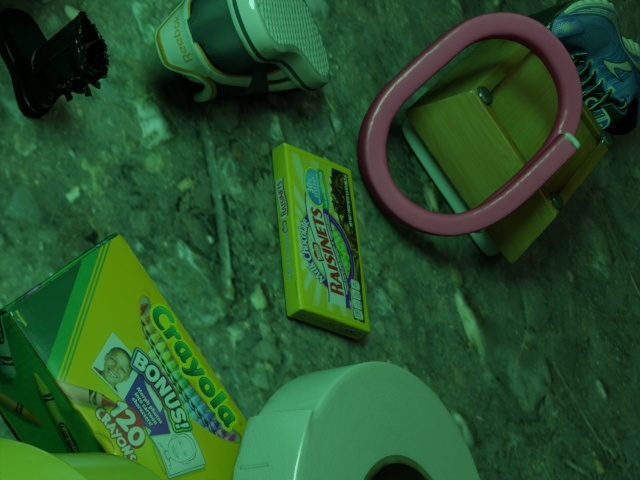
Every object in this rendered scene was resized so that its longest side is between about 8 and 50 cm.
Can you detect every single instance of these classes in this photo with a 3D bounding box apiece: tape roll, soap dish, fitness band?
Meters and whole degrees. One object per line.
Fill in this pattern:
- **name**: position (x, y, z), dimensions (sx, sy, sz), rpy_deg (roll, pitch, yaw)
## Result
- **tape roll**: position (0.051, 0.302, 1.453), dimensions (0.392, 0.072, 0.392), rpy_deg (29, 54, -52)
- **soap dish**: position (0.244, -0.130, 2.015), dimensions (0.229, 0.118, 0.291), rpy_deg (55, 36, -6)
- **fitness band**: position (0.177, -0.133, 1.850), dimensions (0.291, 0.054, 0.209), rpy_deg (-42, 98, -10)

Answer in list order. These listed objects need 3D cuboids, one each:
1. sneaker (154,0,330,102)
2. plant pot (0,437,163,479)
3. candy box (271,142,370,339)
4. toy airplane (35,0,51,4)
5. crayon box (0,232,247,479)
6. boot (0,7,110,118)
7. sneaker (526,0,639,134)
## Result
- **sneaker**: position (-0.082, -0.213, 1.699), dimensions (0.321, 0.127, 0.126), rpy_deg (8, 63, -75)
- **plant pot**: position (-0.209, 0.253, 1.138), dimensions (0.254, 0.254, 0.239), rpy_deg (63, 21, 5)
- **candy box**: position (0.000, 0.000, 1.716), dimensions (0.105, 0.027, 0.206), rpy_deg (19, 53, -38)
- **toy airplane**: position (-0.275, -0.330, 1.325), dimensions (0.272, 0.384, 0.386), rpy_deg (26, 48, -12)
- **crayon box**: position (-0.165, 0.152, 1.372), dimensions (0.278, 0.081, 0.165), rpy_deg (56, 36, -5)
- **boot**: position (-0.249, -0.181, 1.485), dimensions (0.045, 0.099, 0.121), rpy_deg (4, 64, -50)
- **sneaker**: position (0.376, -0.231, 2.209), dimensions (0.330, 0.130, 0.147), rpy_deg (23, 56, -54)
